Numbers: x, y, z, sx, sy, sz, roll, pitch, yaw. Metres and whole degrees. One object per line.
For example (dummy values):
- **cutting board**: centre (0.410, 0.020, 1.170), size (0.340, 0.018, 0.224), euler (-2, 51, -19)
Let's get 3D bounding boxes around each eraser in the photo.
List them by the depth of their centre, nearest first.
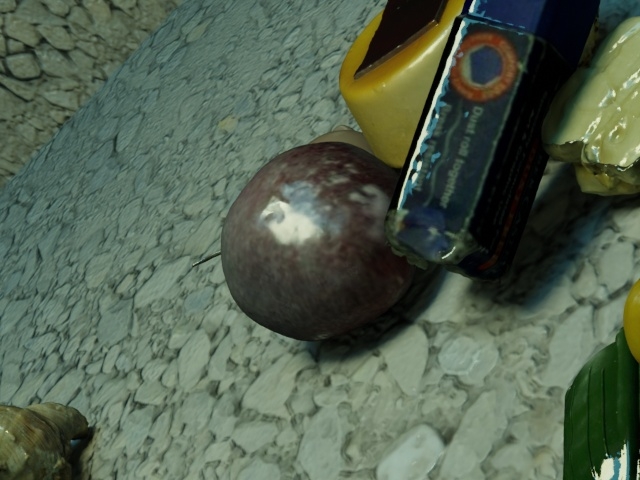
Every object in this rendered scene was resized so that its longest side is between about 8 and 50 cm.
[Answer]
- **eraser**: centre (0.167, -0.125, 1.645), size (0.102, 0.155, 0.332), euler (20, 88, 24)

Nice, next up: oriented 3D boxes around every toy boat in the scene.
- **toy boat**: centre (0.217, 0.150, 1.331), size (0.104, 0.052, 0.210), euler (-53, 16, 34)

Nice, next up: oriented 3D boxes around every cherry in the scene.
- **cherry**: centre (0.000, 0.000, 1.829), size (0.266, 0.183, 0.213), euler (19, 78, 46)

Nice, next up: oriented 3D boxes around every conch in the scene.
- **conch**: centre (-0.372, 0.265, 2.118), size (0.178, 0.163, 0.245), euler (-12, 8, 32)

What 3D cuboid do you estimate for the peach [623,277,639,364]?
- **peach**: centre (0.307, 0.037, 1.290), size (0.179, 0.103, 0.179), euler (-37, 26, 22)

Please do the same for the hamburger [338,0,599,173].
- **hamburger**: centre (0.162, -0.192, 1.860), size (0.300, 0.176, 0.300), euler (-40, 22, 20)

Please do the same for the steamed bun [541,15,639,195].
- **steamed bun**: centre (0.303, -0.116, 1.568), size (0.192, 0.106, 0.177), euler (-60, 27, -8)

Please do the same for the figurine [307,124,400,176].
- **figurine**: centre (0.026, -0.066, 1.995), size (0.125, 0.125, 0.138), euler (-50, 37, -6)
